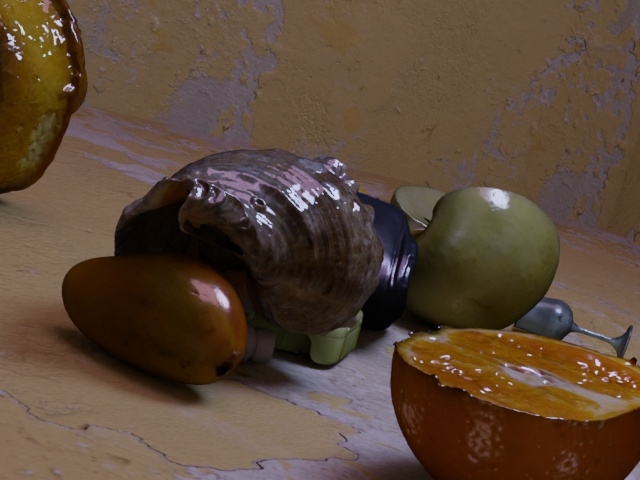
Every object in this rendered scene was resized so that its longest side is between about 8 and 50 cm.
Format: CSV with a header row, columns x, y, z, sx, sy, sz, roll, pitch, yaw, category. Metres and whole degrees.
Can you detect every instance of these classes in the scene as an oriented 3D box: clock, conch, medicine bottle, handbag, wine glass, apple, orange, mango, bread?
x,y,z,sx,sy,sz,roll,pitch,yaw,category
-0.065,0.096,1.798,0.232,0.069,0.170,18,10,12,clock
-0.094,-0.020,1.606,0.297,0.210,0.352,-13,-40,26,conch
-0.104,0.123,1.622,0.089,0.052,0.052,13,11,-22,medicine bottle
0.001,-0.003,1.947,0.302,0.178,0.275,19,-16,2,handbag
0.438,0.152,2.311,0.195,0.079,0.079,19,10,8,wine glass
0.236,0.036,2.171,0.258,0.233,0.295,28,-8,-31,apple
0.217,0.166,1.373,0.274,0.274,0.310,21,45,24,orange
-0.187,0.076,1.493,0.253,0.138,0.113,19,-6,29,mango
-0.554,-0.265,2.046,0.398,0.398,0.215,20,21,20,bread

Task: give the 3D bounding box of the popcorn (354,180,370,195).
x,y,z,sx,sy,sz,roll,pitch,yaw,category
0.031,-0.034,2.462,0.180,0.170,0.180,-17,-9,-3,popcorn
